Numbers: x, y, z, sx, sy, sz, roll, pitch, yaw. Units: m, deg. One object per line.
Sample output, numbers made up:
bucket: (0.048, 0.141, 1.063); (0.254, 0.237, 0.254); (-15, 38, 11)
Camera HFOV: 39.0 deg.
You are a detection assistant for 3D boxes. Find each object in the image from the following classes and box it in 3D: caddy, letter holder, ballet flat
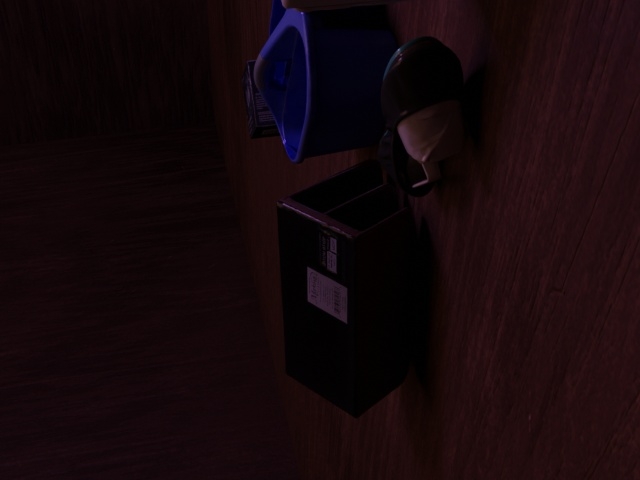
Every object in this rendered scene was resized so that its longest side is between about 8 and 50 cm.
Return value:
caddy: (-0.010, -0.259, 1.339); (0.341, 0.179, 0.241); (109, 152, -69)
letter holder: (0.069, 0.061, 1.319); (0.152, 0.214, 0.302); (26, 130, 38)
ballet flat: (0.120, -0.123, 1.017); (0.280, 0.095, 0.096); (81, 168, -73)

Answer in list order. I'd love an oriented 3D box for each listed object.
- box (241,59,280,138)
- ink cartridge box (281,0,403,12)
box: (-0.127, -0.335, 2.149); (0.156, 0.093, 0.158); (155, 107, -79)
ink cartridge box: (0.058, -0.358, 0.824); (0.278, 0.201, 0.117); (97, 162, -57)
